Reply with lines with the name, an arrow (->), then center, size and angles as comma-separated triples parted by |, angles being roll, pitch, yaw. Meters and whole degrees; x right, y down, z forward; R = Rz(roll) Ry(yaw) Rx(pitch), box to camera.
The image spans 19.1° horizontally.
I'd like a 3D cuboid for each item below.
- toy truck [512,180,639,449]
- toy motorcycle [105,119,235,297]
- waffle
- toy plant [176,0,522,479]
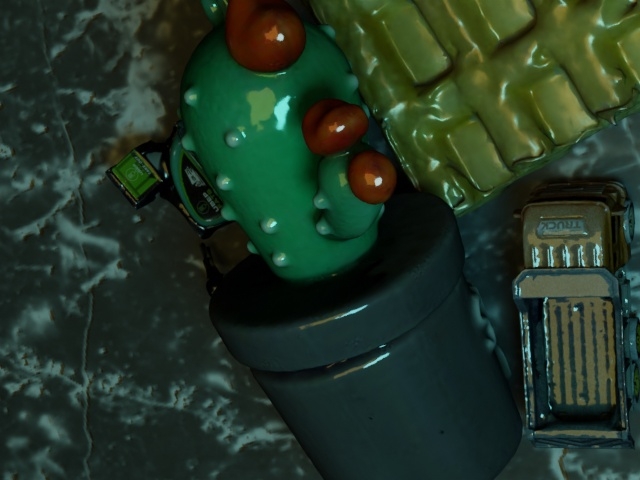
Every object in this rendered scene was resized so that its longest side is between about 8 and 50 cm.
toy truck -> 0.186, 0.056, 1.375 | 0.083, 0.092, 0.192 | -1, 100, 18
toy motorcycle -> -0.075, -0.015, 1.460 | 0.100, 0.058, 0.173 | -39, 90, 22
waffle -> 0.148, -0.214, 1.327 | 0.348, 0.077, 0.304 | -29, 90, 26
toy plant -> 0.000, -0.006, 1.321 | 0.185, 0.279, 0.400 | -20, 113, 14
